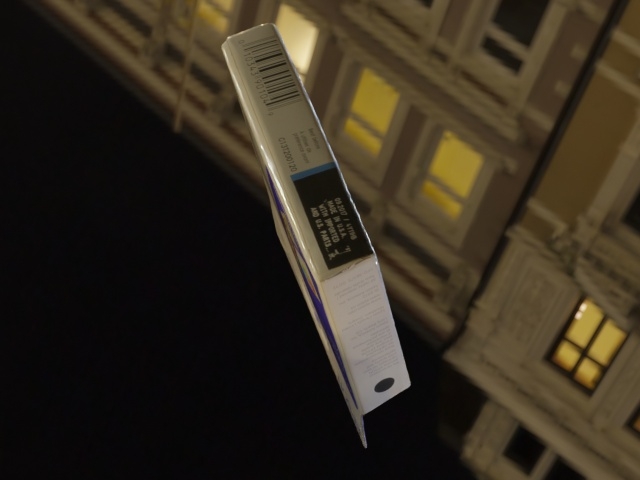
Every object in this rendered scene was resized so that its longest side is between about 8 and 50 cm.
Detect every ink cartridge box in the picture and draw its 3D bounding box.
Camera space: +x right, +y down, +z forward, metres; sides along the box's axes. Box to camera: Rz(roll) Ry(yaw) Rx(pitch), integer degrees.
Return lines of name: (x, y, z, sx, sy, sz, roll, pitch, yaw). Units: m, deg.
ink cartridge box: (0.000, 0.000, 0.944, 0.045, 0.208, 0.206, -20, -126, -5)
